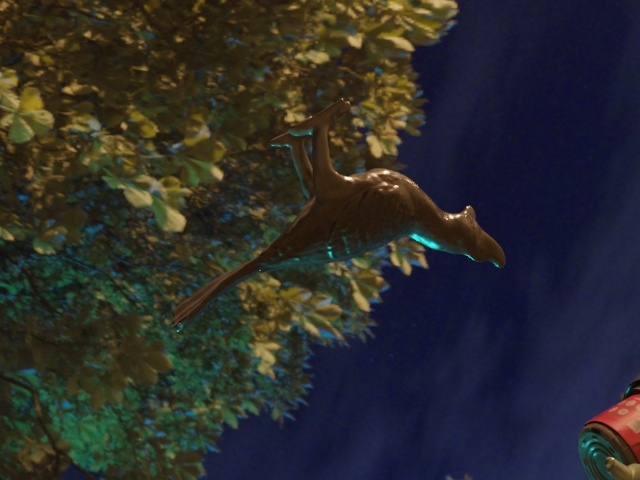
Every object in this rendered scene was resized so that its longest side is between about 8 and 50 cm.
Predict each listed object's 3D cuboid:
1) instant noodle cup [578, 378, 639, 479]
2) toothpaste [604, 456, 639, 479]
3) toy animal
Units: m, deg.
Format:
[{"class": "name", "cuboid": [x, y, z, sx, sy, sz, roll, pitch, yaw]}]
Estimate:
[{"class": "instant noodle cup", "cuboid": [0.654, 0.434, 1.551, 0.181, 0.302, 0.258, -18, -106, -16]}, {"class": "toothpaste", "cuboid": [0.599, 0.462, 1.196, 0.392, 0.099, 0.061, 37, -82, -8]}, {"class": "toy animal", "cuboid": [0.010, -0.038, 0.790, 0.367, 0.081, 0.206, -11, -87, -9]}]
